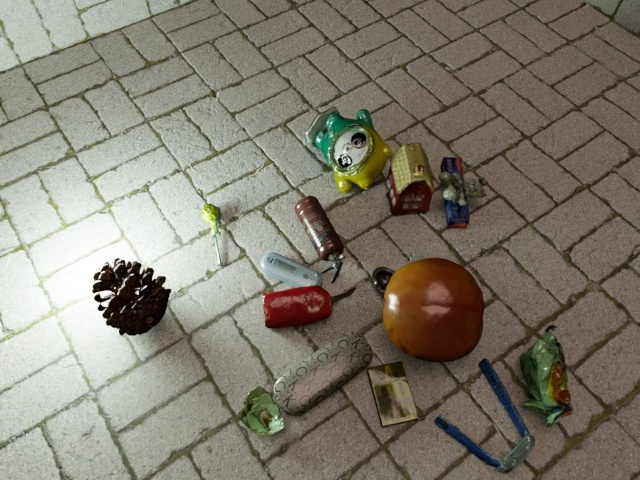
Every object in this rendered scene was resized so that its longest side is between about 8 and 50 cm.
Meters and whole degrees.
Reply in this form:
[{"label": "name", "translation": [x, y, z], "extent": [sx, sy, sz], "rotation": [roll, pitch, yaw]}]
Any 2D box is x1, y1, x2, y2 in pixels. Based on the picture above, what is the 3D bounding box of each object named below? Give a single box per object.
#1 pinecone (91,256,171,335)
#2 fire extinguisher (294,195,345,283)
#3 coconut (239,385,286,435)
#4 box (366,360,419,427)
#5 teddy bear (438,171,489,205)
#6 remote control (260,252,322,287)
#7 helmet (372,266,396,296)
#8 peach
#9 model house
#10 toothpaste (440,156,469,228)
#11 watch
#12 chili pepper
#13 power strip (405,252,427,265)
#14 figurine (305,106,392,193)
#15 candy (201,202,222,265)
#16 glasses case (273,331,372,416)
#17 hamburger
[{"label": "pinecone", "translation": [-0.644, 0.175, 1.821], "extent": [0.292, 0.246, 0.246], "rotation": [35, 63, 22]}, {"label": "fire extinguisher", "translation": [0.000, 0.000, 2.037], "extent": [0.138, 0.102, 0.344], "rotation": [-36, 61, 15]}, {"label": "coconut", "translation": [-0.186, 0.539, 1.703], "extent": [0.133, 0.055, 0.158], "rotation": [-17, 58, -10]}, {"label": "box", "translation": [0.232, 0.493, 1.760], "extent": [0.122, 0.030, 0.193], "rotation": [-10, 59, -8]}, {"label": "teddy bear", "translation": [0.534, -0.193, 2.099], "extent": [0.213, 0.111, 0.133], "rotation": [0, 77, -28]}, {"label": "remote control", "translation": [-0.106, 0.115, 1.982], "extent": [0.244, 0.047, 0.087], "rotation": [23, 57, 11]}, {"label": "helmet", "translation": [0.238, 0.158, 1.949], "extent": [0.098, 0.070, 0.123], "rotation": [-29, 55, -25]}, {"label": "peach", "translation": [0.374, 0.221, 1.758], "extent": [0.302, 0.342, 0.342], "rotation": [1, 54, 26]}, {"label": "model house", "translation": [0.353, -0.245, 2.104], "extent": [0.160, 0.254, 0.195], "rotation": [0, 58, -6]}, {"label": "toothpaste", "translation": [0.537, -0.195, 2.187], "extent": [0.077, 0.066, 0.320], "rotation": [3, 57, 0]}, {"label": "watch", "translation": [0.548, 0.556, 1.715], "extent": [0.275, 0.068, 0.276], "rotation": [36, 64, 25]}, {"label": "chili pepper", "translation": [-0.028, 0.219, 1.870], "extent": [0.339, 0.131, 0.134], "rotation": [-7, 67, -8]}, {"label": "power strip", "translation": [0.412, 0.153, 1.971], "extent": [0.270, 0.046, 0.118], "rotation": [37, 67, 18]}, {"label": "figurine", "translation": [0.122, -0.370, 2.200], "extent": [0.340, 0.231, 0.323], "rotation": [43, 105, 25]}, {"label": "candy", "translation": [-0.398, -0.024, 2.060], "extent": [0.077, 0.073, 0.262], "rotation": [2, 60, -32]}, {"label": "glasses case", "translation": [0.012, 0.428, 1.762], "extent": [0.355, 0.085, 0.137], "rotation": [-32, 63, -19]}, {"label": "hamburger", "translation": [0.702, 0.425, 1.723], "extent": [0.151, 0.260, 0.276], "rotation": [-8, 20, 21]}]
